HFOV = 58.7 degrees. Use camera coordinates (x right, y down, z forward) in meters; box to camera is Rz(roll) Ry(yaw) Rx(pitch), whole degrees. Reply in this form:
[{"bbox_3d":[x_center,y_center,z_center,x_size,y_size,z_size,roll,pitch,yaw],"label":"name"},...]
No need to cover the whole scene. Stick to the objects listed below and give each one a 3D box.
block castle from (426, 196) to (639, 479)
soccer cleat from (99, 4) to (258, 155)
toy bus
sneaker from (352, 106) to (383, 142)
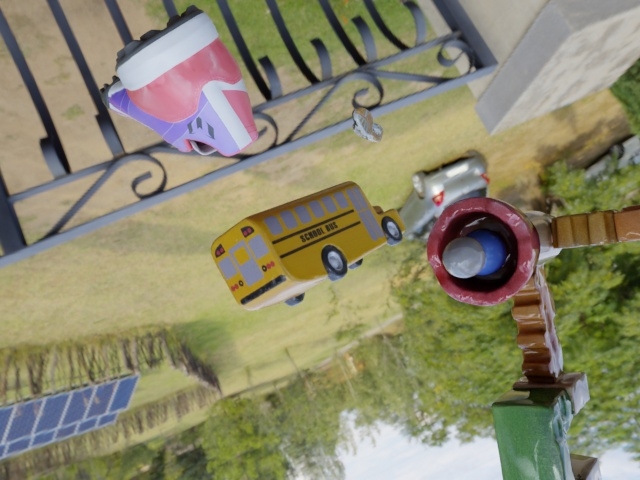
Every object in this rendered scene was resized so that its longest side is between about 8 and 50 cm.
[{"bbox_3d":[0.259,0.176,0.404,0.302,0.454,0.212,-9,179,38],"label":"block castle"},{"bbox_3d":[-0.146,-0.137,0.581,0.108,0.117,0.318,-38,-161,-14],"label":"soccer cleat"},{"bbox_3d":[0.000,0.000,0.858,0.108,0.130,0.332,-33,176,37],"label":"toy bus"},{"bbox_3d":[0.058,-0.162,0.808,0.036,0.032,0.083,15,170,30],"label":"sneaker"}]
